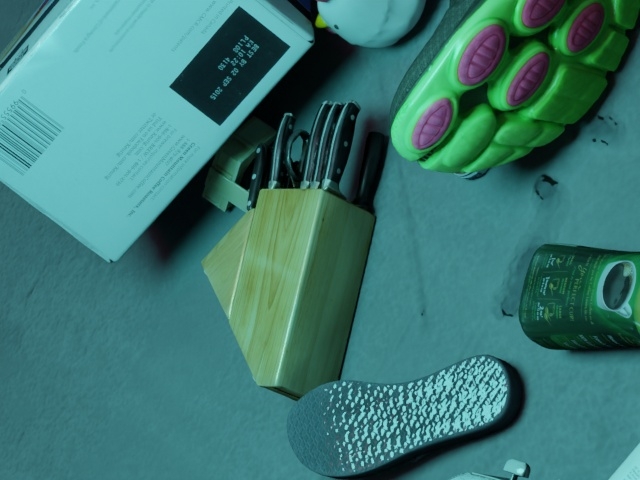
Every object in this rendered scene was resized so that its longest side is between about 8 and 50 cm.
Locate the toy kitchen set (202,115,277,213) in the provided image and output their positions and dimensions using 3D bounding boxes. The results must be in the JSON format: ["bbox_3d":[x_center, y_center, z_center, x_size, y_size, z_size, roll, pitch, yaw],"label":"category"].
[{"bbox_3d":[-0.078,-0.076,2.090,0.068,0.075,0.083,35,138,11],"label":"toy kitchen set"}]

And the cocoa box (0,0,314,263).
[{"bbox_3d":[-0.201,-0.200,2.069,0.347,0.231,0.228,-47,18,18],"label":"cocoa box"}]

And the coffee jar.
[{"bbox_3d":[0.270,0.052,1.647,0.184,0.079,0.096,2,70,46],"label":"coffee jar"}]

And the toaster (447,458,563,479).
[{"bbox_3d":[0.154,0.303,1.594,0.129,0.146,0.227,13,81,47],"label":"toaster"}]

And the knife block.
[{"bbox_3d":[0.000,0.000,1.928,0.242,0.088,0.275,-46,45,20],"label":"knife block"}]

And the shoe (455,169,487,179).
[{"bbox_3d":[0.137,-0.155,1.872,0.063,0.081,0.178,-11,64,41],"label":"shoe"}]

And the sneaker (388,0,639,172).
[{"bbox_3d":[0.204,-0.274,1.814,0.202,0.185,0.482,17,73,52],"label":"sneaker"}]

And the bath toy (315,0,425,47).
[{"bbox_3d":[-0.010,-0.352,2.029,0.151,0.129,0.348,-48,56,38],"label":"bath toy"}]

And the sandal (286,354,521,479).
[{"bbox_3d":[0.082,0.177,1.803,0.255,0.054,0.097,-13,69,30],"label":"sandal"}]

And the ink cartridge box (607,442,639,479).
[{"bbox_3d":[0.350,0.181,1.503,0.203,0.086,0.148,-51,44,13],"label":"ink cartridge box"}]
